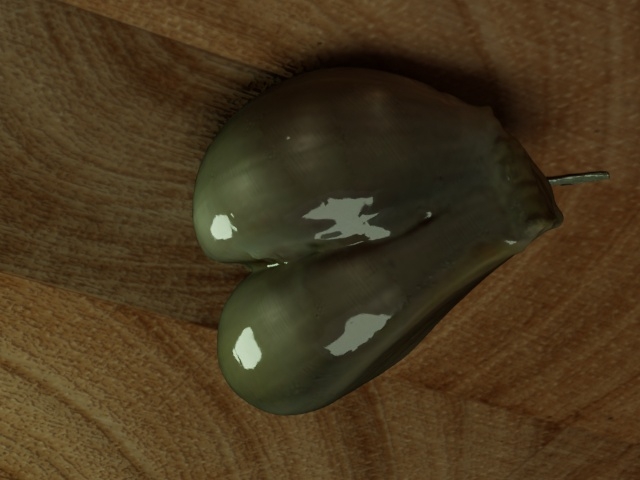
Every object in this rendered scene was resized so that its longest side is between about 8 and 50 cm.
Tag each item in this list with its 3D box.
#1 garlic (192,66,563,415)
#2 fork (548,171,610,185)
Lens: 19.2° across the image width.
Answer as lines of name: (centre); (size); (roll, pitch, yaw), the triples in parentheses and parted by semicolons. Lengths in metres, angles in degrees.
garlic: (0.000, 0.000, 1.502); (0.246, 0.231, 0.340); (-35, 177, -30)
fork: (0.180, -0.046, 1.548); (0.115, 0.012, 0.016); (-9, 147, 2)
